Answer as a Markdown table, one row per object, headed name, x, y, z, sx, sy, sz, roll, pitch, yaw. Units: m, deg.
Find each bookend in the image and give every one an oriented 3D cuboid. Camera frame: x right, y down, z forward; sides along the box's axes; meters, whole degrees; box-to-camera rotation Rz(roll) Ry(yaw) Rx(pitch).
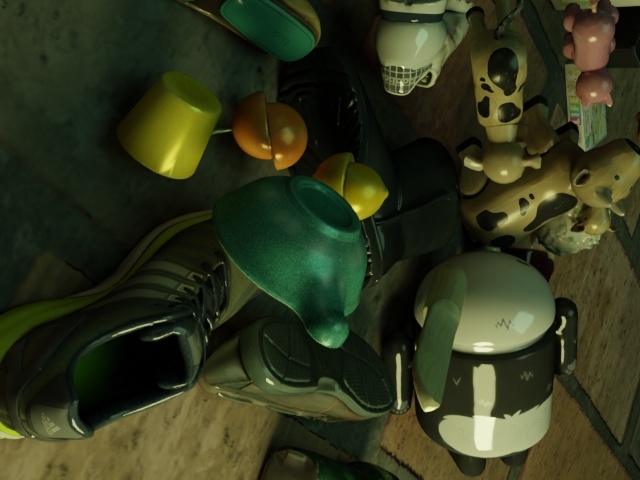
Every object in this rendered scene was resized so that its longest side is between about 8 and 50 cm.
| name | x | y | z | sx | sy | sz | roll | pitch | yaw |
| --- | --- | --- | --- | --- | --- | --- | --- | --- | --- |
| bookend | 0.557 | -0.358 | 1.434 | 0.156 | 0.072 | 0.157 | 39 | 67 | -48 |

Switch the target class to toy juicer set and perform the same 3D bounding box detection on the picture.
| name | x | y | z | sx | sy | sz | roll | pitch | yaw |
| --- | --- | --- | --- | --- | --- | --- | --- | --- | --- |
| toy juicer set | 0.000 | 0.000 | 0.654 | 0.089 | 0.329 | 0.209 | -52 | 161 | 25 |

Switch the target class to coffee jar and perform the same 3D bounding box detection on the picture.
| name | x | y | z | sx | sy | sz | roll | pitch | yaw |
| --- | --- | --- | --- | --- | --- | --- | --- | --- | --- |
| coffee jar | 0.015 | 0.280 | 0.869 | 0.184 | 0.079 | 0.096 | 29 | 74 | -50 |

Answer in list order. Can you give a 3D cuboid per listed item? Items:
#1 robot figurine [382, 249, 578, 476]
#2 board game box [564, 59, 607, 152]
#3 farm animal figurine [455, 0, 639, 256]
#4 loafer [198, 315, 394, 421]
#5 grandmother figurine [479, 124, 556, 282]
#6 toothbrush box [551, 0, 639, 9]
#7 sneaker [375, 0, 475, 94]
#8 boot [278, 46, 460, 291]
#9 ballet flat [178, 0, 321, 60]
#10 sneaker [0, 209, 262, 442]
| name | x | y | z | sx | sy | sz | roll | pitch | yaw |
| --- | --- | --- | --- | --- | --- | --- | --- | --- | --- |
| robot figurine | 0.198 | 0.147 | 0.994 | 0.209 | 0.174 | 0.278 | -32 | 126 | -45 |
| board game box | 0.443 | -0.232 | 1.352 | 0.103 | 0.026 | 0.154 | -34 | 122 | -43 |
| farm animal figurine | 0.258 | -0.093 | 0.908 | 0.330 | 0.326 | 0.172 | 15 | 52 | -19 |
| loafer | -0.018 | 0.134 | 0.820 | 0.267 | 0.084 | 0.096 | 29 | 43 | -54 |
| grandmother figurine | 0.287 | 0.015 | 1.148 | 0.208 | 0.104 | 0.342 | 7 | 89 | -38 |
| toothbrush box | 0.451 | -0.488 | 1.169 | 0.122 | 0.206 | 0.283 | 36 | 68 | -49 |
| sneaker | 0.107 | -0.215 | 0.869 | 0.235 | 0.090 | 0.094 | -36 | 130 | -62 |
| boot | 0.061 | -0.084 | 0.849 | 0.207 | 0.094 | 0.246 | -28 | 110 | -53 |
| ballet flat | -0.085 | -0.225 | 0.670 | 0.232 | 0.080 | 0.073 | 27 | 48 | -53 |
| sneaker | -0.119 | 0.066 | 0.626 | 0.300 | 0.121 | 0.111 | -37 | 125 | -42 |
